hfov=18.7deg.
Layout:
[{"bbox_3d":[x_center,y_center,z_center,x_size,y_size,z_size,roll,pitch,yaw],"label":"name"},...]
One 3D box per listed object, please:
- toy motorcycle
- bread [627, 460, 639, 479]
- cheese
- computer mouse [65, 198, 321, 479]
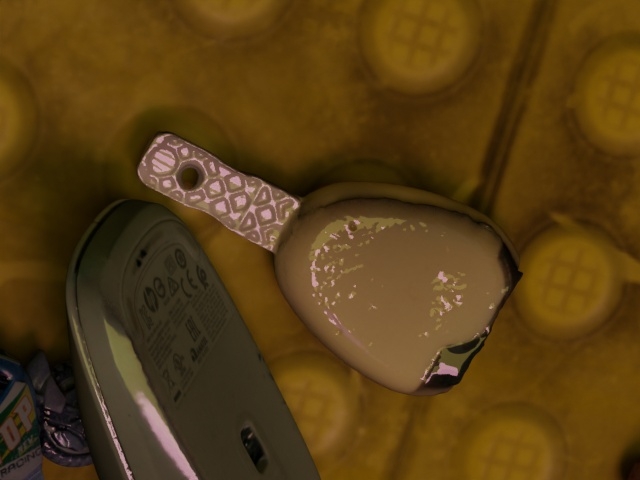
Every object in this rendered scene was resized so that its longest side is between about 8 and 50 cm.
[{"bbox_3d":[-0.226,0.146,1.146,0.254,0.092,0.135,-48,117,-20],"label":"toy motorcycle"},{"bbox_3d":[0.323,0.251,1.309,0.190,0.123,0.244,-14,99,-16],"label":"bread"},{"bbox_3d":[0.000,0.000,1.207,0.251,0.054,0.127,28,93,-19],"label":"cheese"},{"bbox_3d":[-0.087,0.119,1.164,0.097,0.159,0.288,-20,108,24],"label":"computer mouse"}]
